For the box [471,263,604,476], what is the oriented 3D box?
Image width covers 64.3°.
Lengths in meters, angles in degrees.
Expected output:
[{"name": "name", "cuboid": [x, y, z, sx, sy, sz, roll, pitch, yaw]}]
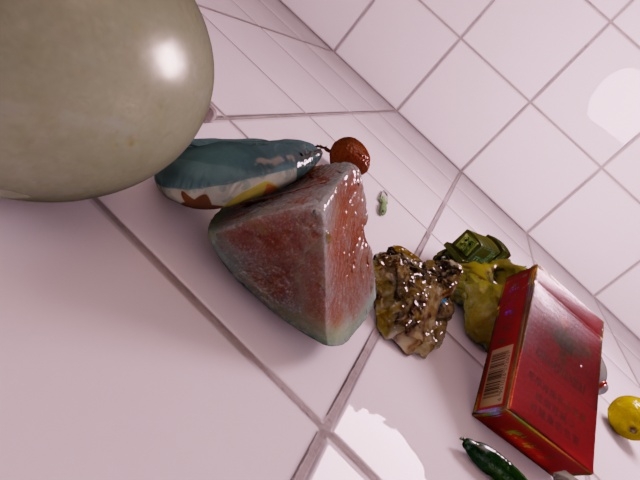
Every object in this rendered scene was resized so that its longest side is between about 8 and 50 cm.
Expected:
[{"name": "box", "cuboid": [0.401, 0.224, 0.915, 0.197, 0.089, 0.313, 38, 53, -10]}]

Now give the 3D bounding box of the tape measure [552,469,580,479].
[{"name": "tape measure", "cuboid": [0.339, 0.400, 0.637, 0.178, 0.105, 0.196, 4, 52, -51]}]

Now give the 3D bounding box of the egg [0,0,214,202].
[{"name": "egg", "cuboid": [-0.262, -0.174, 0.463, 0.278, 0.278, 0.336, 48, 18, 12]}]

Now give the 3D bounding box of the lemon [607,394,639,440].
[{"name": "lemon", "cuboid": [0.784, 0.446, 1.283, 0.109, 0.109, 0.133, 49, 32, 15]}]

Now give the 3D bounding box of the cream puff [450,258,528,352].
[{"name": "cream puff", "cuboid": [0.414, 0.135, 1.134, 0.281, 0.185, 0.282, 35, 26, -21]}]

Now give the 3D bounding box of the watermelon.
[{"name": "watermelon", "cuboid": [0.000, 0.000, 0.683, 0.262, 0.201, 0.213, 46, 32, -3]}]

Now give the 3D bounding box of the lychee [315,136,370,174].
[{"name": "lychee", "cuboid": [0.060, -0.212, 1.268, 0.140, 0.101, 0.114, 46, 18, 18]}]

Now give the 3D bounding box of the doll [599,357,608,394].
[{"name": "doll", "cuboid": [0.626, 0.308, 1.290, 0.336, 0.105, 0.200, 14, 33, -36]}]

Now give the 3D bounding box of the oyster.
[{"name": "oyster", "cuboid": [0.175, 0.102, 0.906, 0.214, 0.083, 0.223, 18, 51, -30]}]

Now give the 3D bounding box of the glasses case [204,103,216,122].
[{"name": "glasses case", "cuboid": [-0.230, -0.259, 0.972, 0.083, 0.032, 0.021, 48, 22, 10]}]

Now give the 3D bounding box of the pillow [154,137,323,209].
[{"name": "pillow", "cuboid": [-0.115, -0.103, 0.689, 0.214, 0.086, 0.233, -22, 20, -29]}]

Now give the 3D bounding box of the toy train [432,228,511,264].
[{"name": "toy train", "cuboid": [0.386, 0.041, 1.307, 0.225, 0.137, 0.090, 12, 38, -52]}]

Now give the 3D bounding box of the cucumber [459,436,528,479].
[{"name": "cucumber", "cuboid": [0.258, 0.328, 0.735, 0.155, 0.037, 0.037, 42, 23, -3]}]

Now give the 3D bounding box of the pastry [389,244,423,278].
[{"name": "pastry", "cuboid": [0.169, 0.059, 1.038, 0.097, 0.057, 0.109, 23, 27, -28]}]

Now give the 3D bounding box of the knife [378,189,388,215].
[{"name": "knife", "cuboid": [0.168, -0.103, 1.366, 0.030, 0.014, 0.207, 41, 22, -6]}]
